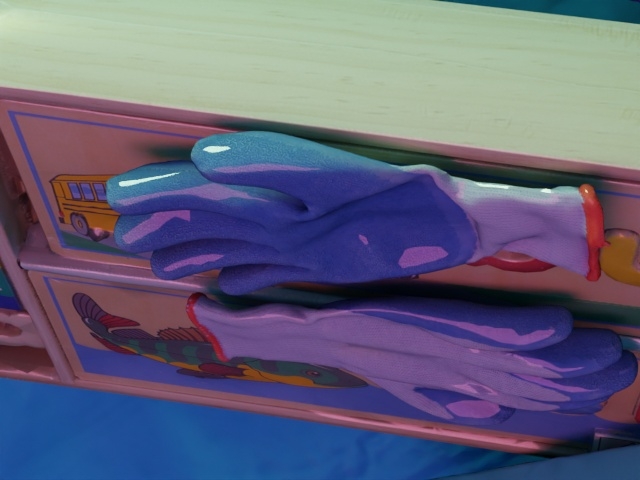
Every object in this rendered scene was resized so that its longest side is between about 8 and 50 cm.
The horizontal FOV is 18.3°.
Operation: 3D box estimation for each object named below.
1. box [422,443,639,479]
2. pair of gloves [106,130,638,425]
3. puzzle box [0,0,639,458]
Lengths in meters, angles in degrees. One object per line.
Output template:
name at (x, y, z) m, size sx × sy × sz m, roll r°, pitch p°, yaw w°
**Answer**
box at (0.133, 0.125, 0.792) m, size 0.100 × 0.060 × 0.244 m, roll 21°, pitch 158°, yaw -29°
pair of gloves at (0.022, 0.020, 0.653) m, size 0.159 × 0.023 × 0.198 m, roll 4°, pitch 154°, yaw 14°
puzzle box at (0.000, 0.000, 0.709) m, size 0.409 × 0.052 × 0.272 m, roll 7°, pitch 155°, yaw 7°
